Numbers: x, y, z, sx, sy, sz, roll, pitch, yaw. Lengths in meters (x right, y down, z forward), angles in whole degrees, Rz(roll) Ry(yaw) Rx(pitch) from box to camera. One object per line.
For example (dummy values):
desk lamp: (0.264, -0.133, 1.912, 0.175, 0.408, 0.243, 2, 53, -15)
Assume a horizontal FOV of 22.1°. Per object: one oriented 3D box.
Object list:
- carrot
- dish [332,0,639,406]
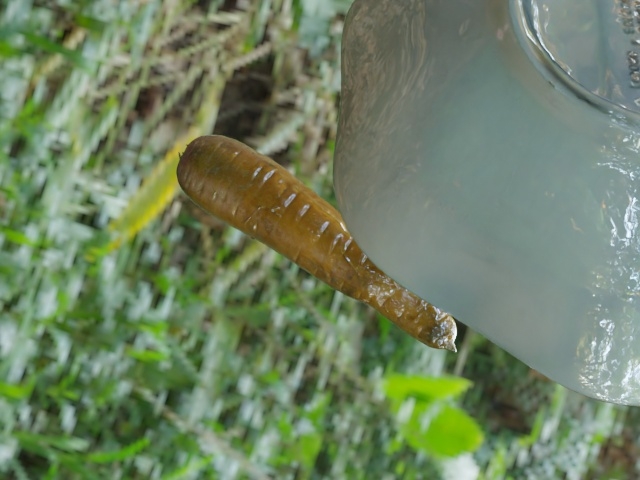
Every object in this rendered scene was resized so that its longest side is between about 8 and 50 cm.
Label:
carrot: (0.000, 0.000, 1.164, 0.059, 0.248, 0.059, -52, 167, -17)
dish: (0.096, -0.048, 0.494, 0.191, 0.190, 0.066, -59, 170, -33)
